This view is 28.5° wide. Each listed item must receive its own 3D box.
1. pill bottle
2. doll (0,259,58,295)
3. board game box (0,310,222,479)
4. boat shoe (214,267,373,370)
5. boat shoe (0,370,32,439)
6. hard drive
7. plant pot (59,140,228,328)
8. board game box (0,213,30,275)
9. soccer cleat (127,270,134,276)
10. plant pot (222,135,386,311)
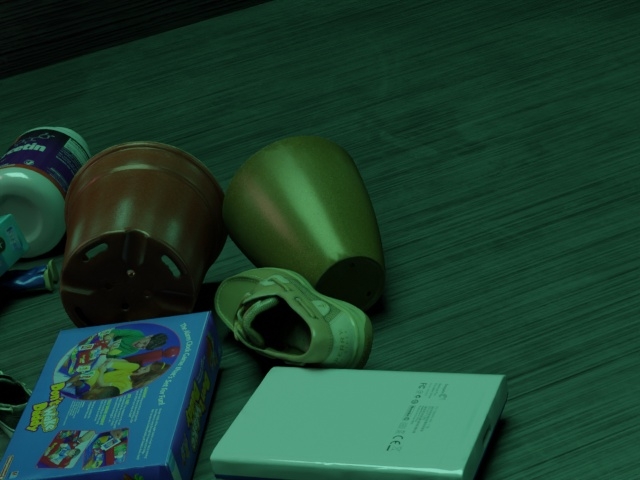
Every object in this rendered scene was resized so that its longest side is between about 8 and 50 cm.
[{"bbox_3d":[-0.550,-0.109,2.464,0.181,0.181,0.323,-9,25,9],"label":"pill bottle"},{"bbox_3d":[-0.567,0.078,2.234,0.189,0.046,0.129,-10,24,5],"label":"doll"},{"bbox_3d":[-0.276,0.233,1.697,0.233,0.078,0.347,-8,29,10],"label":"board game box"},{"bbox_3d":[-0.067,0.105,1.790,0.110,0.121,0.341,7,3,-37],"label":"boat shoe"},{"bbox_3d":[-0.465,0.226,1.838,0.078,0.070,0.219,-30,30,-33],"label":"boat shoe"},{"bbox_3d":[0.051,0.229,1.552,0.318,0.040,0.210,-1,27,24],"label":"hard drive"},{"bbox_3d":[-0.285,0.019,1.955,0.272,0.272,0.265,-11,25,5],"label":"plant pot"},{"bbox_3d":[-0.716,0.075,2.203,0.336,0.079,0.254,-14,22,25],"label":"board game box"},{"bbox_3d":[-0.294,0.064,2.158,0.083,0.029,0.035,3,20,24],"label":"soccer cleat"},{"bbox_3d":[0.000,0.000,1.951,0.237,0.237,0.254,-19,39,-13],"label":"plant pot"}]
